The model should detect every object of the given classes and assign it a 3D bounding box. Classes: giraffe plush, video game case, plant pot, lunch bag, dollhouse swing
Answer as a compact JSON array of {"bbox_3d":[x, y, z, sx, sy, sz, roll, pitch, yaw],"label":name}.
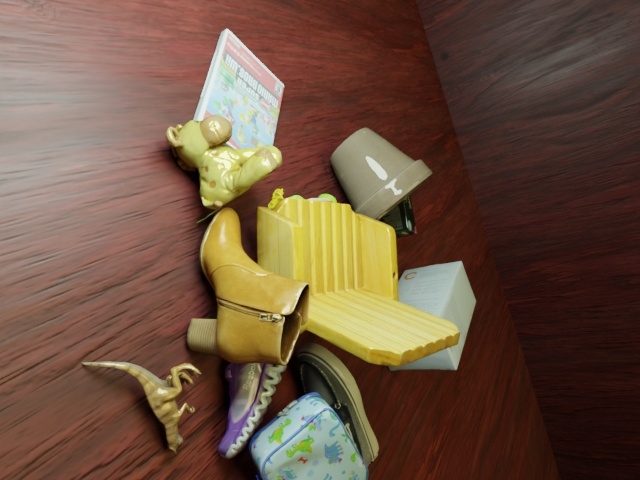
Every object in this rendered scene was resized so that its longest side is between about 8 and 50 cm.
[{"bbox_3d":[-0.201,-0.162,0.792,0.210,0.181,0.171,-38,101,-15],"label":"giraffe plush"},{"bbox_3d":[-0.178,-0.322,0.961,0.204,0.025,0.286,34,53,-43],"label":"video game case"},{"bbox_3d":[0.150,-0.192,1.198,0.229,0.263,0.263,50,37,5],"label":"plant pot"},{"bbox_3d":[-0.022,0.411,0.763,0.176,0.090,0.219,-34,112,-20],"label":"lunch bag"},{"bbox_3d":[0.096,0.060,0.861,0.346,0.304,0.316,1,87,-45],"label":"dollhouse swing"}]

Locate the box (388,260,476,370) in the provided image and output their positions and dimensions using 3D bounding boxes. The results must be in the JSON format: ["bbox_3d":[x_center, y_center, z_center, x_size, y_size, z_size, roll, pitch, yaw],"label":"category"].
[{"bbox_3d":[0.340,0.234,1.309,0.345,0.214,0.168,-45,115,-49],"label":"box"}]

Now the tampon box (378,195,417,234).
[{"bbox_3d":[0.250,-0.095,1.380,0.120,0.101,0.161,7,72,-64],"label":"tampon box"}]

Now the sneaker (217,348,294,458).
[{"bbox_3d":[-0.138,0.275,0.767,0.095,0.104,0.237,94,20,-71],"label":"sneaker"}]

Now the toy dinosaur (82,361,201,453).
[{"bbox_3d":[-0.250,0.237,0.642,0.112,0.064,0.212,-44,113,-49],"label":"toy dinosaur"}]

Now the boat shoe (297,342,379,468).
[{"bbox_3d":[0.014,0.401,0.890,0.158,0.127,0.341,-41,111,-44],"label":"boat shoe"}]

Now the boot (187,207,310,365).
[{"bbox_3d":[-0.115,0.071,0.742,0.104,0.211,0.296,46,46,-58],"label":"boot"}]

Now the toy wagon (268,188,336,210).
[{"bbox_3d":[0.000,0.000,1.054,0.344,0.068,0.267,49,44,-33],"label":"toy wagon"}]
